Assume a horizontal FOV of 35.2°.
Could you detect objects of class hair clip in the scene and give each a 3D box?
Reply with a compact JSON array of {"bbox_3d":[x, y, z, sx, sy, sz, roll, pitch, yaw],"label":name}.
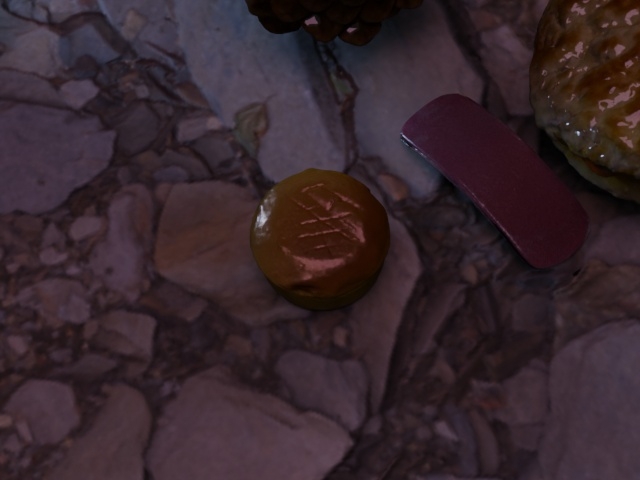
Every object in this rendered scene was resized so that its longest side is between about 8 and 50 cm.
[{"bbox_3d":[0.108,-0.041,0.628,0.054,0.022,0.137,-36,69,-15],"label":"hair clip"}]

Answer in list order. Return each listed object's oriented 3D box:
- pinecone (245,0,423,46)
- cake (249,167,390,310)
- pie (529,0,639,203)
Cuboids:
[{"bbox_3d":[-0.013,-0.238,0.638,0.212,0.168,0.185,51,119,25],"label":"pinecone"},{"bbox_3d":[0.000,0.000,0.605,0.084,0.044,0.084,-1,65,2],"label":"cake"},{"bbox_3d":[0.230,-0.103,0.614,0.205,0.084,0.179,-1,65,5],"label":"pie"}]
